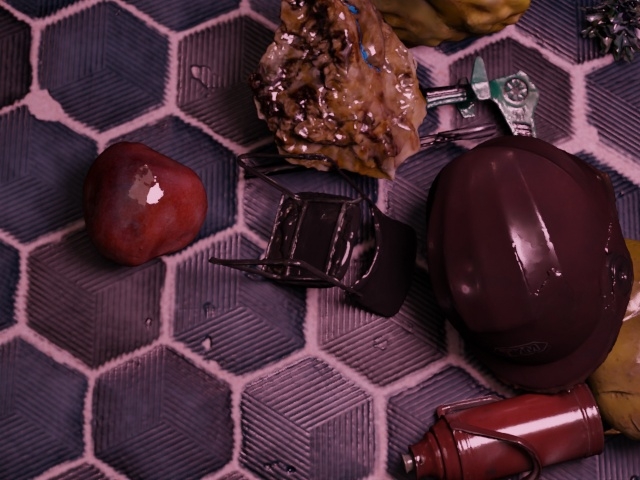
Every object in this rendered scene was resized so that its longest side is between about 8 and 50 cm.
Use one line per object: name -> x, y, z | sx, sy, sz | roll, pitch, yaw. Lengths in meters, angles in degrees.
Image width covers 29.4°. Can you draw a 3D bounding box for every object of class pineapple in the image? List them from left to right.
pineapple -> 0.445, -0.316, 1.586 | 0.221, 0.083, 0.103 | -34, 81, -9

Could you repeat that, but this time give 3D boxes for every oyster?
oyster -> 0.030, -0.182, 1.433 | 0.223, 0.083, 0.214 | 17, 97, -11

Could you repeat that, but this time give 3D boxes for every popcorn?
popcorn -> 0.142, -0.365, 1.497 | 0.293, 0.293, 0.237 | 2, 83, -4

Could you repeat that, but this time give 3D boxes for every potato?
potato -> 0.382, 0.114, 1.452 | 0.169, 0.143, 0.248 | -8, 65, -17

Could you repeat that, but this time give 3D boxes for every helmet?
helmet -> 0.221, 0.015, 1.396 | 0.225, 0.177, 0.305 | -18, 64, 32

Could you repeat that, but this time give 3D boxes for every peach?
peach -> -0.207, -0.051, 1.441 | 0.152, 0.152, 0.152 | 1, 77, -4

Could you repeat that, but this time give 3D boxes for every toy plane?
toy plane -> 0.085, -0.171, 1.520 | 0.382, 0.106, 0.155 | -8, 84, -7

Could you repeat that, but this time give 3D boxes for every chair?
chair -> 0.000, 0.000, 1.471 | 0.145, 0.221, 0.140 | 3, 73, 40

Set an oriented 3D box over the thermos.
thermos -> 0.206, 0.232, 1.438 | 0.232, 0.099, 0.124 | -13, 43, -6
